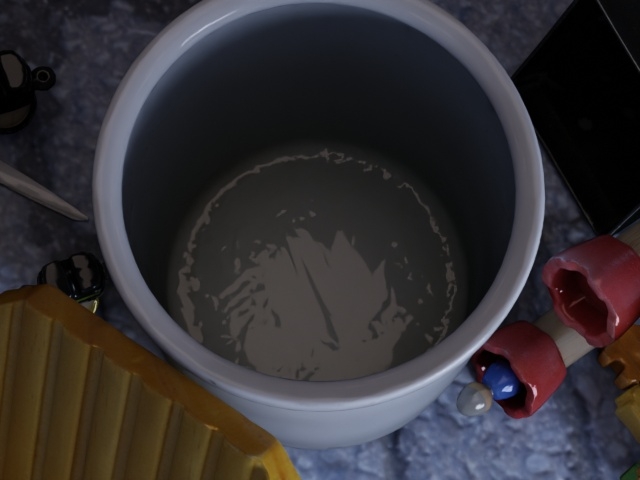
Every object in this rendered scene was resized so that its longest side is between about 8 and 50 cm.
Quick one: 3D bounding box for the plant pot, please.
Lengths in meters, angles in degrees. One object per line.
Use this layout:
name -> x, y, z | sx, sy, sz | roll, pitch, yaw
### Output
plant pot -> 0.322, -0.139, 1.663 | 0.167, 0.188, 0.187 | -21, 74, -27

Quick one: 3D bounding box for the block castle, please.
block castle -> 0.331, 0.210, 1.473 | 0.213, 0.303, 0.453 | -32, 78, -22

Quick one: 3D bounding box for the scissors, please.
scissors -> -0.349, -0.101, 1.636 | 0.297, 0.021, 0.109 | 14, 70, -2

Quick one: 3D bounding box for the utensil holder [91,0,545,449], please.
utensil holder -> 0.000, 0.000, 1.432 | 0.328, 0.385, 0.327 | 0, 77, 1

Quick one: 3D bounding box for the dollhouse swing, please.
dollhouse swing -> -0.213, 0.268, 1.294 | 0.347, 0.305, 0.315 | 33, 60, 18

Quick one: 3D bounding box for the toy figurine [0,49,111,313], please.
toy figurine -> -0.253, -0.047, 1.561 | 0.213, 0.148, 0.209 | 23, 80, -5
